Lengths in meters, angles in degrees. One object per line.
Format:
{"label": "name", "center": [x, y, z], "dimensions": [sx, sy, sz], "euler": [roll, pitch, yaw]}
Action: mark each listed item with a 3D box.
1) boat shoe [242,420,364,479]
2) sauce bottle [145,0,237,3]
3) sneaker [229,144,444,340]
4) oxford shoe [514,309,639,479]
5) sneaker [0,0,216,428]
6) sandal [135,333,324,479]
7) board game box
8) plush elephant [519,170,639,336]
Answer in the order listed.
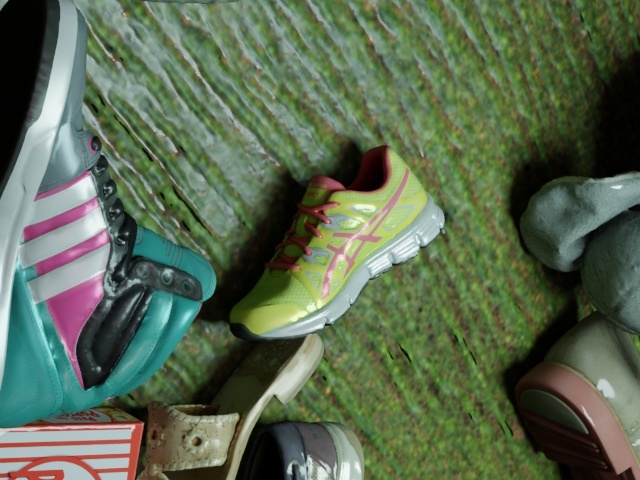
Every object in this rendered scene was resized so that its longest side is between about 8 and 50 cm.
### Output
{"label": "boat shoe", "center": [-0.045, 0.277, 1.315], "dimensions": [0.092, 0.103, 0.285], "euler": [16, 89, -35]}
{"label": "sauce bottle", "center": [-0.096, -0.330, 1.093], "dimensions": [0.111, 0.111, 0.344], "euler": [-9, 107, -37]}
{"label": "sneaker", "center": [0.000, 0.000, 1.291], "dimensions": [0.208, 0.081, 0.094], "euler": [-39, 116, -31]}
{"label": "oxford shoe", "center": [0.306, 0.213, 1.564], "dimensions": [0.130, 0.123, 0.348], "euler": [-48, 128, -25]}
{"label": "sneaker", "center": [-0.152, -0.012, 1.124], "dimensions": [0.178, 0.124, 0.295], "euler": [5, 104, -36]}
{"label": "sandal", "center": [-0.094, 0.136, 1.250], "dimensions": [0.079, 0.088, 0.240], "euler": [50, 63, -26]}
{"label": "board game box", "center": [-0.226, 0.193, 1.176], "dimensions": [0.193, 0.045, 0.147], "euler": [2, 101, -39]}
{"label": "plush elephant", "center": [0.338, -0.007, 1.462], "dimensions": [0.272, 0.255, 0.330], "euler": [55, 21, 6]}
